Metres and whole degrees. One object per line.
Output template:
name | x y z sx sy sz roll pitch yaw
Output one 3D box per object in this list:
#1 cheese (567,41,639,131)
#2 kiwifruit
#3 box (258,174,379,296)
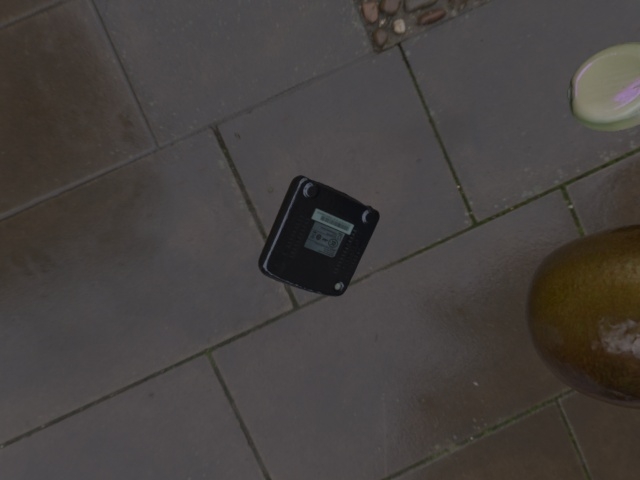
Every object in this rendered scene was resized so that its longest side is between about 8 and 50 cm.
cheese | 0.501 -0.244 0.787 0.064 0.227 0.137 3 88 -36
kiwifruit | 0.338 0.077 0.525 0.195 0.234 0.196 7 78 -38
box | 0.000 0.000 0.600 0.126 0.027 0.125 21 94 -34
